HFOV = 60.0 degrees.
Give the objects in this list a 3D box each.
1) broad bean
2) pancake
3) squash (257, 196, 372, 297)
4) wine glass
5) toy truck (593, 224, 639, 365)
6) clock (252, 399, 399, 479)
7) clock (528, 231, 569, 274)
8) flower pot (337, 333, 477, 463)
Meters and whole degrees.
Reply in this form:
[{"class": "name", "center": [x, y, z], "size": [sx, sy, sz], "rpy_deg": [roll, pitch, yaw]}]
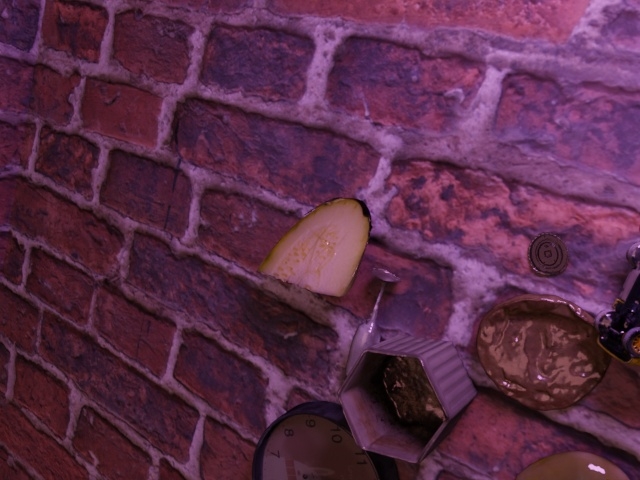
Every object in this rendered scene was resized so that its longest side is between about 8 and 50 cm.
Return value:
[{"class": "broad bean", "center": [0.451, 0.502, 1.027], "size": [0.263, 0.121, 0.189], "rpy_deg": [-42, 64, 9]}, {"class": "pancake", "center": [0.424, 0.214, 1.066], "size": [0.242, 0.050, 0.241], "rpy_deg": [5, 100, 27]}, {"class": "squash", "center": [0.000, 0.000, 1.264], "size": [0.237, 0.204, 0.155], "rpy_deg": [18, 123, 31]}, {"class": "wine glass", "center": [0.111, 0.198, 1.249], "size": [0.074, 0.074, 0.262], "rpy_deg": [23, 104, 30]}, {"class": "toy truck", "center": [0.589, 0.087, 0.916], "size": [0.157, 0.124, 0.272], "rpy_deg": [21, 100, -3]}, {"class": "clock", "center": [0.001, 0.580, 1.314], "size": [0.386, 0.076, 0.386], "rpy_deg": [1, 91, 32]}, {"class": "clock", "center": [0.440, 0.025, 1.072], "size": [0.074, 0.010, 0.083], "rpy_deg": [-15, 83, 31]}, {"class": "flower pot", "center": [0.180, 0.312, 1.135], "size": [0.239, 0.190, 0.209], "rpy_deg": [2, 92, 33]}]
